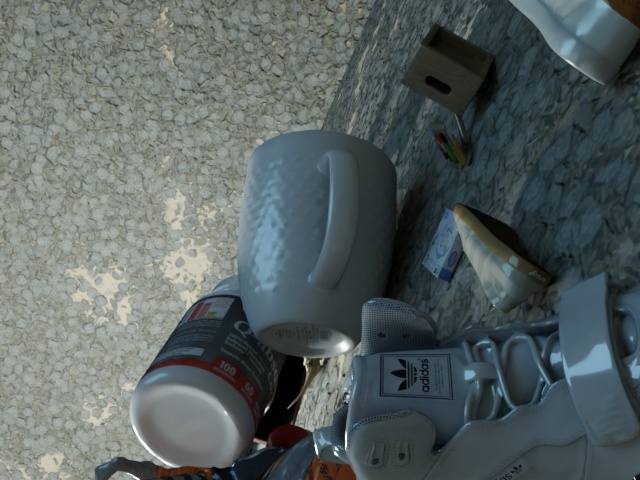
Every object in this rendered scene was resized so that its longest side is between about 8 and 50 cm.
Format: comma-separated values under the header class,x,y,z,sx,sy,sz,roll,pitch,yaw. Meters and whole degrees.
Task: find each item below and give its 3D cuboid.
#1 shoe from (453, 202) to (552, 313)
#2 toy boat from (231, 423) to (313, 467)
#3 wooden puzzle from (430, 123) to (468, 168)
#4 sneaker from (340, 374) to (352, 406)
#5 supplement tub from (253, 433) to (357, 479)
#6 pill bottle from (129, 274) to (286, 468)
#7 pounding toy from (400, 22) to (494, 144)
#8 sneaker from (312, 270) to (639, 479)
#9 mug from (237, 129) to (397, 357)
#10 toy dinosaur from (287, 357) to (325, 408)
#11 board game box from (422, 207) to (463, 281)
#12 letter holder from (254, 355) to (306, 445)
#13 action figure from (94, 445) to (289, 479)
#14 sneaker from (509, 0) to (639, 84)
class,x,y,z,sx,sy,sz,roll,pitch,yaw
shoe,0.184,0.013,0.818,0.058,0.077,0.219,-61,14,15
toy boat,-0.082,0.406,1.213,0.231,0.151,0.151,-83,17,-54
wooden puzzle,0.195,-0.146,1.149,0.014,0.078,0.116,-27,5,-1
sneaker,0.076,0.216,1.014,0.178,0.072,0.077,114,161,-49
supplement tub,0.005,0.320,0.792,0.316,0.194,0.193,127,162,-50
pill bottle,-0.176,0.218,1.326,0.363,0.210,0.210,-67,3,-61
pounding toy,0.204,-0.247,1.161,0.100,0.141,0.130,-61,-2,38
sneaker,0.140,0.095,0.489,0.137,0.210,0.365,-79,14,-45
mug,0.000,0.000,1.238,0.374,0.276,0.327,115,162,-61
toy dinosaur,-0.013,0.255,1.506,0.092,0.053,0.183,99,-170,-47
board game box,0.178,0.005,1.036,0.090,0.020,0.090,-117,48,-77
letter holder,-0.104,0.264,1.649,0.301,0.152,0.214,-79,16,-46
action figure,-0.097,0.380,0.989,0.341,0.330,0.178,42,126,47
sneaker,0.293,-0.281,0.824,0.123,0.106,0.290,-56,24,28
